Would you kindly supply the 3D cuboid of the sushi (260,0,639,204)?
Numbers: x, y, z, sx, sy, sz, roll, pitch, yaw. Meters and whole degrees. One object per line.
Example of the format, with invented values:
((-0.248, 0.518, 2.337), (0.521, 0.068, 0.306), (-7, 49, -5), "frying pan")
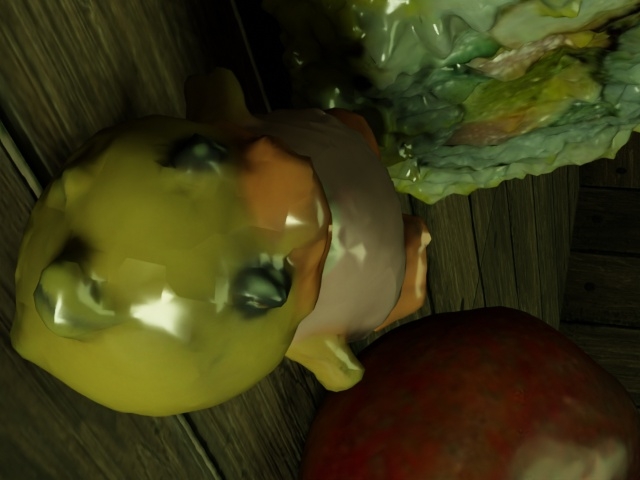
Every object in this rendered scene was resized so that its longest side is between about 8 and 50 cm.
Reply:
((0.143, -0.190, 0.802), (0.396, 0.351, 0.240), (38, 43, -70), "sushi")

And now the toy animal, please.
((-0.053, 0.003, 0.599), (0.195, 0.169, 0.281), (63, 17, 4), "toy animal")

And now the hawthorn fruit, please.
((0.122, 0.223, 1.014), (0.308, 0.308, 0.325), (71, 39, -53), "hawthorn fruit")
